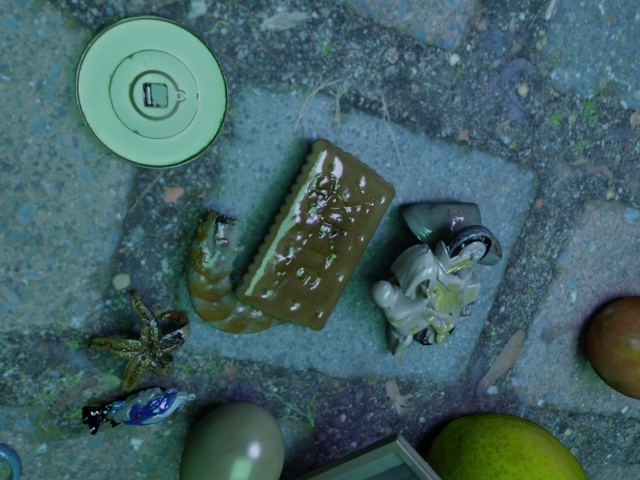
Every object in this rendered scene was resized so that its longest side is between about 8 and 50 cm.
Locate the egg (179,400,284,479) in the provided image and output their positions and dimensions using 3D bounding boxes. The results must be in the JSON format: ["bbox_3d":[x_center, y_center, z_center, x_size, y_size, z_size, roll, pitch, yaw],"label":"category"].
[{"bbox_3d":[-0.168,0.417,1.011,0.185,0.186,0.242,26,103,-24],"label":"egg"}]

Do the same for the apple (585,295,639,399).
[{"bbox_3d":[0.761,0.254,1.248,0.253,0.253,0.254,-6,109,-17],"label":"apple"}]

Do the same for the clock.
[{"bbox_3d":[-0.263,-0.231,0.857,0.234,0.029,0.235,-6,108,-17],"label":"clock"}]

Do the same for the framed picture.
[{"bbox_3d":[0.084,0.572,1.063,0.446,0.028,0.326,-38,98,29],"label":"framed picture"}]

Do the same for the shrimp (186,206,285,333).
[{"bbox_3d":[-0.136,0.086,0.980,0.287,0.068,0.185,38,91,-25],"label":"shrimp"}]

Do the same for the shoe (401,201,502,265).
[{"bbox_3d":[0.278,-0.025,1.059,0.250,0.103,0.100,19,125,-28],"label":"shoe"}]

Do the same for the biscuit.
[{"bbox_3d":[0.000,0.000,0.980,0.217,0.044,0.325,29,91,-34],"label":"biscuit"}]

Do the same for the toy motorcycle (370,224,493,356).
[{"bbox_3d":[0.197,0.109,1.034,0.222,0.108,0.341,-10,137,-14],"label":"toy motorcycle"}]

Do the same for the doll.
[{"bbox_3d":[-0.328,0.305,0.990,0.195,0.070,0.096,-10,140,-12],"label":"doll"}]

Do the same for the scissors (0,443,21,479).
[{"bbox_3d":[-0.679,0.287,0.883,0.192,0.029,0.448,-24,113,-11],"label":"scissors"}]

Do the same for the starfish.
[{"bbox_3d":[-0.325,0.190,0.952,0.146,0.074,0.190,25,100,-30],"label":"starfish"}]

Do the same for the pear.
[{"bbox_3d":[0.408,0.564,1.151,0.390,0.391,0.392,-6,109,-17],"label":"pear"}]
